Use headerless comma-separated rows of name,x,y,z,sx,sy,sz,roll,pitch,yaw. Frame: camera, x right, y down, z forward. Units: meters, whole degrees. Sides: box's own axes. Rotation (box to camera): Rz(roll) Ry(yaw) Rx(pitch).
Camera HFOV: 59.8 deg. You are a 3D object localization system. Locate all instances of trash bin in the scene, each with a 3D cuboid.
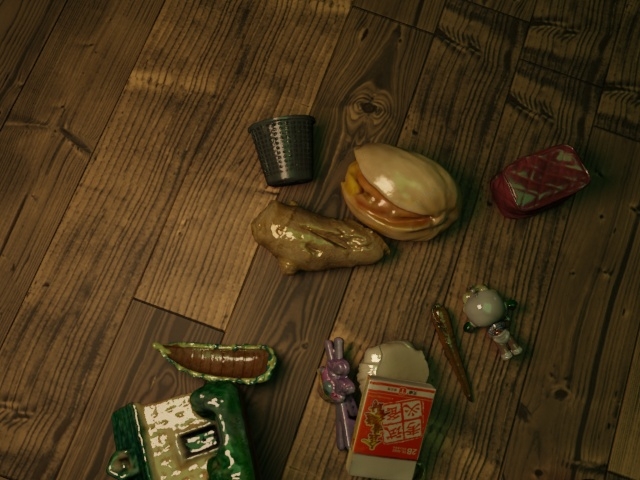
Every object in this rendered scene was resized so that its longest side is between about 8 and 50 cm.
trash bin,-0.090,-0.220,1.414,0.175,0.175,0.161,-7,90,-4

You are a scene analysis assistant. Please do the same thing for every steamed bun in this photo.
steamed bun,0.166,0.322,1.326,0.182,0.106,0.183,3,82,-23

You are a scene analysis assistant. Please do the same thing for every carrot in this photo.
carrot,0.331,0.279,1.385,0.049,0.049,0.255,-18,84,-6

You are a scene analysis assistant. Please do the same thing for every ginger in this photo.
ginger,0.000,0.000,1.382,0.353,0.126,0.190,6,73,0

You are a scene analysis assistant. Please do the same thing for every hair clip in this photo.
hair clip,0.055,0.373,1.315,0.090,0.137,0.279,-16,82,-31

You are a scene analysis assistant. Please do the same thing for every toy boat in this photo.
toy boat,-0.248,0.287,1.321,0.292,0.099,0.109,8,49,-3

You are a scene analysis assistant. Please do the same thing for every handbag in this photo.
handbag,0.561,-0.149,1.438,0.224,0.135,0.147,-22,81,-3

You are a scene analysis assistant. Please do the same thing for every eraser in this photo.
eraser,0.155,0.423,1.247,0.157,0.038,0.231,11,98,-12

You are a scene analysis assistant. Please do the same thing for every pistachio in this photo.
pistachio,0.205,-0.119,1.383,0.308,0.230,0.230,25,78,6

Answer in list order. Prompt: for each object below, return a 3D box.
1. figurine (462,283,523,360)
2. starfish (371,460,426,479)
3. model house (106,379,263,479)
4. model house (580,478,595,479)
figurine,0.427,0.198,1.383,0.147,0.093,0.197,-32,89,14
starfish,0.167,0.598,1.305,0.209,0.053,0.150,-36,78,-7
model house,-0.296,0.519,1.165,0.342,0.335,0.382,-13,70,-7
model house,0.591,0.771,1.163,0.399,0.395,0.446,-20,62,-23
